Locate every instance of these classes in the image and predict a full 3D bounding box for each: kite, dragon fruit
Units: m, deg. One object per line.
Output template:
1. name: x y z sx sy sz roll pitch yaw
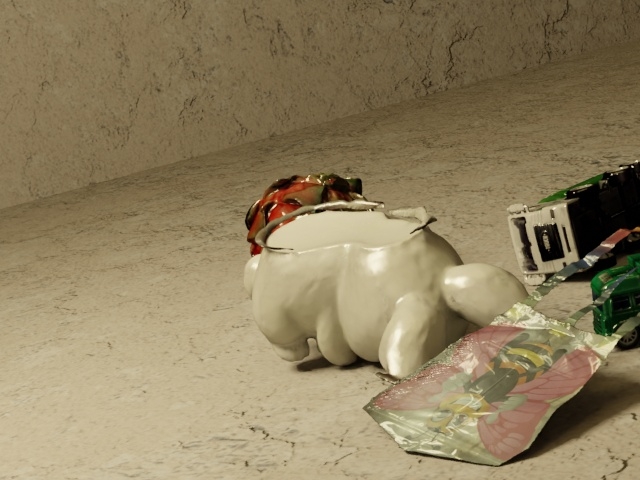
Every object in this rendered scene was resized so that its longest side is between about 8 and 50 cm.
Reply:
1. kite: 0.207 0.084 1.342 0.360 0.022 0.204 -34 27 -25
2. dragon fruit: -0.004 0.000 1.819 0.182 0.182 0.188 -16 -6 -20

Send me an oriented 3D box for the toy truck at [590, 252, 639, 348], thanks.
1. toy truck: 0.334 0.052 1.439 0.147 0.079 0.065 -14 12 0

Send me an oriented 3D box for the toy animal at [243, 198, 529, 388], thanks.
1. toy animal: 0.056 0.055 1.529 0.208 0.154 0.325 -28 25 -20

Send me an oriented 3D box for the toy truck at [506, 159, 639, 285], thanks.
1. toy truck: 0.320 -0.026 1.782 0.125 0.101 0.242 -9 9 40
